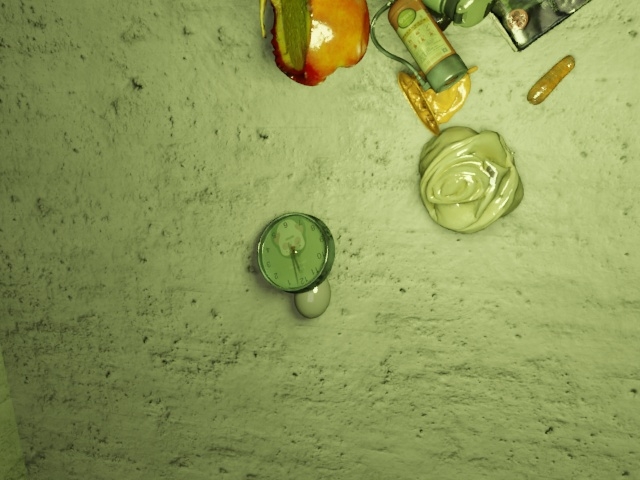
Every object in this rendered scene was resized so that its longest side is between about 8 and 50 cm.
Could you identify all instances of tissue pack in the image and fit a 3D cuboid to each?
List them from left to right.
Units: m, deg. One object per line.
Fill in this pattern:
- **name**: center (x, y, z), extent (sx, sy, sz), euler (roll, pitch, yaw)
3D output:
- **tissue pack**: center (0.688, -0.780, 1.531), extent (0.332, 0.123, 0.245), euler (-34, 97, 20)

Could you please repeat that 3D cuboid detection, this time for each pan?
- **pan**: center (0.378, -0.797, 1.642), extent (0.128, 0.048, 0.201), euler (-2, 104, 16)

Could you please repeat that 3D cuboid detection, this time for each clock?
- **clock**: center (-0.099, 0.046, 1.921), extent (0.319, 0.066, 0.318), euler (-4, 80, 23)

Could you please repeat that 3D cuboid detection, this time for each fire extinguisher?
- **fire extinguisher**: center (0.276, -0.619, 1.524), extent (0.200, 0.113, 0.376), euler (-31, 83, 16)

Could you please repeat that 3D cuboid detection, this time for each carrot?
- **carrot**: center (0.752, -0.525, 1.621), extent (0.060, 0.060, 0.186), euler (40, 109, 1)

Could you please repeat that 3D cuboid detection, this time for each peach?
- **peach**: center (-0.002, -0.712, 1.625), extent (0.335, 0.310, 0.405), euler (-7, 93, 55)

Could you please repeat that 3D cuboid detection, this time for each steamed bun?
- **steamed bun**: center (0.493, -0.206, 1.672), extent (0.343, 0.255, 0.367), euler (-21, 98, 21)

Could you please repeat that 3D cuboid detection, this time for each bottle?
- **bottle**: center (0.377, -0.795, 1.533), extent (0.347, 0.168, 0.168), euler (47, 112, 19)

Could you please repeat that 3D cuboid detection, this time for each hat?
- **hat**: center (0.421, -0.520, 1.664), extent (0.233, 0.244, 0.233), euler (-32, 134, 4)

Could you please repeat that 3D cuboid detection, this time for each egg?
- **egg**: center (-0.031, 0.214, 1.976), extent (0.147, 0.146, 0.198), euler (15, 99, 10)
